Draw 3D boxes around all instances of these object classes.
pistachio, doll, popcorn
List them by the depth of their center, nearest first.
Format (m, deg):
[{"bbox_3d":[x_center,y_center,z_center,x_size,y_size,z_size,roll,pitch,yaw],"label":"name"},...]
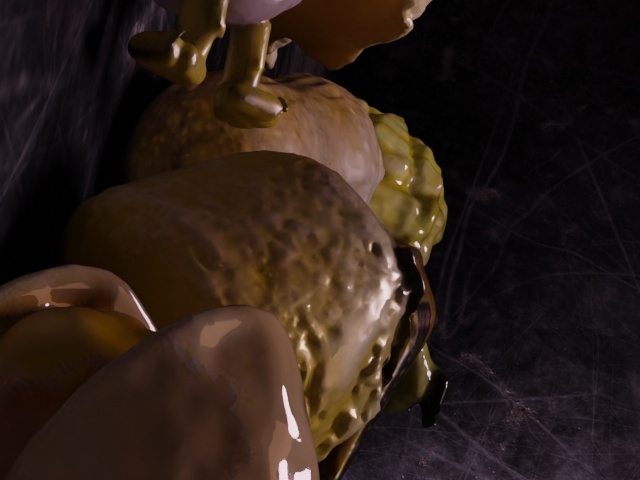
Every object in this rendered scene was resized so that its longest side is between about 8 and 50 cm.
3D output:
[{"bbox_3d":[-0.101,0.163,0.556,0.187,0.187,0.299,-67,164,-83],"label":"pistachio"},{"bbox_3d":[-0.021,-0.252,0.773,0.160,0.094,0.365,30,78,-60],"label":"doll"},{"bbox_3d":[-0.009,-0.002,1.223,0.293,0.237,0.293,-174,-90,-86],"label":"popcorn"}]

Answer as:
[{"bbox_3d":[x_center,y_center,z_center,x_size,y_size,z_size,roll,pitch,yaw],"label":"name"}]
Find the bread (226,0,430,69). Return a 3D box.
[{"bbox_3d":[0.030,-0.224,0.965,0.224,0.211,0.184,97,5,-69],"label":"bread"}]

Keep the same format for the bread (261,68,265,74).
[{"bbox_3d":[-0.064,-0.189,1.296,0.088,0.033,0.049,109,-18,-56],"label":"bread"}]

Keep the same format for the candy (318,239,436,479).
[{"bbox_3d":[-0.003,0.123,1.037,0.271,0.101,0.143,-64,168,6],"label":"candy"}]

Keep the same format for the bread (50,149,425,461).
[{"bbox_3d":[-0.053,0.055,0.720,0.170,0.197,0.197,-23,147,-28],"label":"bread"}]

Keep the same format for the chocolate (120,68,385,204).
[{"bbox_3d":[-0.040,-0.053,0.952,0.309,0.134,0.134,-17,122,-69],"label":"chocolate"}]
